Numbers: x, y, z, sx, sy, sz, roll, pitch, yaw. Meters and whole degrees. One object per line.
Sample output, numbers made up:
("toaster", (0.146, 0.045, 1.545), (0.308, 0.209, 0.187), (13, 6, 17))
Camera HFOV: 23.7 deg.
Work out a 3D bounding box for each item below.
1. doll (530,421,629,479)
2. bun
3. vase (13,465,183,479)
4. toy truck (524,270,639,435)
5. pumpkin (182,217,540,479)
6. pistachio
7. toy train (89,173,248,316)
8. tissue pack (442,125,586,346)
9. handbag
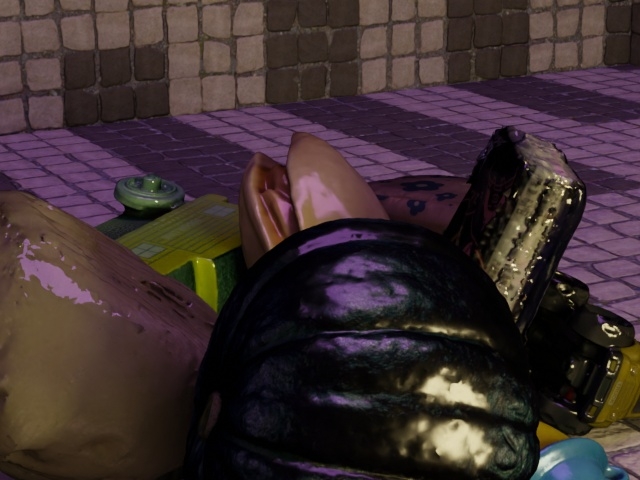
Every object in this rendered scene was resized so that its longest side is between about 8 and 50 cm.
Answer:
("doll", (0.125, 0.202, 1.509), (0.363, 0.145, 0.199), (9, 33, 20))
("bun", (-0.242, 0.105, 1.479), (0.326, 0.234, 0.362), (27, 10, -34))
("vase", (-0.234, 0.239, 1.545), (0.211, 0.060, 0.060), (-11, 19, -34))
("toy truck", (0.315, 0.138, 1.759), (0.165, 0.147, 0.224), (17, 12, -22))
("pumpkin", (0.030, 0.158, 1.274), (0.266, 0.363, 0.363), (11, 14, -11))
("pistachio", (0.000, 0.000, 1.982), (0.193, 0.318, 0.214), (-27, -31, 16))
("toy train", (-0.221, 0.039, 2.065), (0.272, 0.179, 0.442), (14, 20, 20))
("tissue pack", (0.189, 0.041, 1.753), (0.123, 0.332, 0.245), (24, 14, -6))
("handbag", (0.184, 0.017, 2.063), (0.251, 0.193, 0.190), (9, 13, 37))
